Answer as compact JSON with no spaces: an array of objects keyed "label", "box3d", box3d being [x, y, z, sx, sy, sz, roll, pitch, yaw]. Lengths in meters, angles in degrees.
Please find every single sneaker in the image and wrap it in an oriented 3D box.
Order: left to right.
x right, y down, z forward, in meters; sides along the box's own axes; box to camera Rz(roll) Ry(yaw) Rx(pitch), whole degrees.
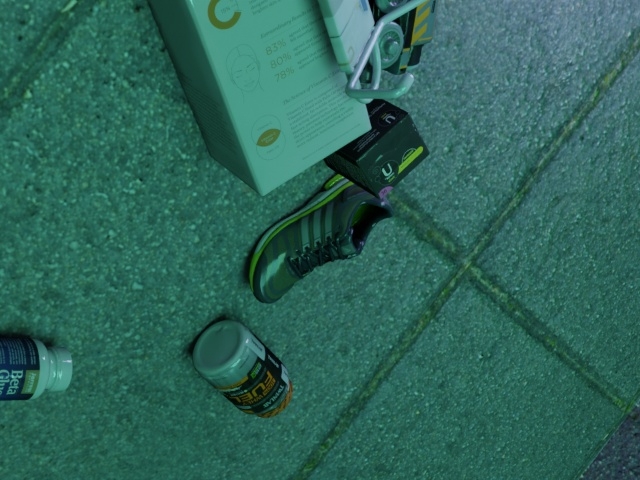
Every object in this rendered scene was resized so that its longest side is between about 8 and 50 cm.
[{"label":"sneaker","box3d":[0.000,0.000,1.591,0.300,0.121,0.111,-45,133,-6]}]

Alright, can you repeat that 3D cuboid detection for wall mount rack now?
[{"label":"wall mount rack","box3d":[0.093,-0.369,1.256,0.350,0.131,0.304,68,36,-43]}]

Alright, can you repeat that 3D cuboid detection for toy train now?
[{"label":"toy train","box3d":[0.118,-0.413,1.439,0.190,0.142,0.333,-19,126,-39]}]

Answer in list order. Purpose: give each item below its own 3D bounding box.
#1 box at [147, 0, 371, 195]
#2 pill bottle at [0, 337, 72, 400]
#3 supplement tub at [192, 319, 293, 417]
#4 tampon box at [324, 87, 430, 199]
[{"label":"box","box3d":[-0.090,-0.278,1.331,0.215,0.168,0.345,-33,131,-18]},{"label":"pill bottle","box3d":[-0.466,0.193,1.371,0.169,0.094,0.094,6,111,-39]},{"label":"supplement tub","box3d":[-0.133,0.234,1.630,0.117,0.117,0.190,-45,133,-7]},{"label":"tampon box","box3d":[0.077,-0.166,1.525,0.120,0.161,0.101,-43,133,-8]}]
